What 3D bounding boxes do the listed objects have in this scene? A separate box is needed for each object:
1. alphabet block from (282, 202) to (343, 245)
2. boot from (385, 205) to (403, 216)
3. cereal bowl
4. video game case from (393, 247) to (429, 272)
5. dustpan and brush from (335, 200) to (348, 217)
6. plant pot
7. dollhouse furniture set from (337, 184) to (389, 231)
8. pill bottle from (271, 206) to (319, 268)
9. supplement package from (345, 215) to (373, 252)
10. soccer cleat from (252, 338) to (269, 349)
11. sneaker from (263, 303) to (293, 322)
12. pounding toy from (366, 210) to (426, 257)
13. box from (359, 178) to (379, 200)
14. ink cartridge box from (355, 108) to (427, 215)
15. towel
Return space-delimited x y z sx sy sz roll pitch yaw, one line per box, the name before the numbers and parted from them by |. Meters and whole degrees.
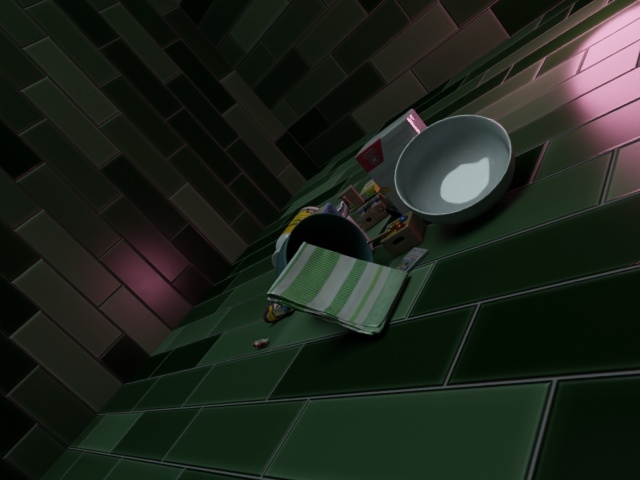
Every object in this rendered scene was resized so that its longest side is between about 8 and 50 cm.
alphabet block | 0.000 0.000 2.038 0.197 0.193 0.192 -31 16 41
boot | 0.309 -0.136 1.904 0.099 0.045 0.121 -47 21 -11
cereal bowl | 0.392 -0.186 1.462 0.339 0.141 0.339 -16 55 24
video game case | 0.255 0.068 1.482 0.122 0.011 0.087 -44 14 -8
dustpan and brush | 0.103 -0.162 2.540 0.211 0.060 0.147 -50 15 -31
plant pot | -0.011 0.086 1.637 0.293 0.293 0.235 -49 5 -27
dollhouse furniture set | 0.178 -0.161 2.051 0.129 0.184 0.129 -38 14 18
pill bottle | -0.083 0.007 2.263 0.188 0.188 0.334 -31 17 39
supplement package | 0.057 0.048 1.846 0.244 0.134 0.139 -39 12 13
soccer cleat | -0.217 0.374 1.841 0.083 0.029 0.035 -23 14 46
sneaker | -0.148 0.255 1.920 0.185 0.069 0.084 -41 8 9
pounding toy | 0.241 -0.020 1.606 0.141 0.100 0.130 -33 16 35
box | 0.246 -0.252 2.459 0.105 0.043 0.179 -33 18 37
ink cartridge box | 0.302 -0.242 1.686 0.226 0.306 0.131 -33 15 34
towel | 0.048 0.122 1.380 0.324 0.038 0.248 15 44 19
